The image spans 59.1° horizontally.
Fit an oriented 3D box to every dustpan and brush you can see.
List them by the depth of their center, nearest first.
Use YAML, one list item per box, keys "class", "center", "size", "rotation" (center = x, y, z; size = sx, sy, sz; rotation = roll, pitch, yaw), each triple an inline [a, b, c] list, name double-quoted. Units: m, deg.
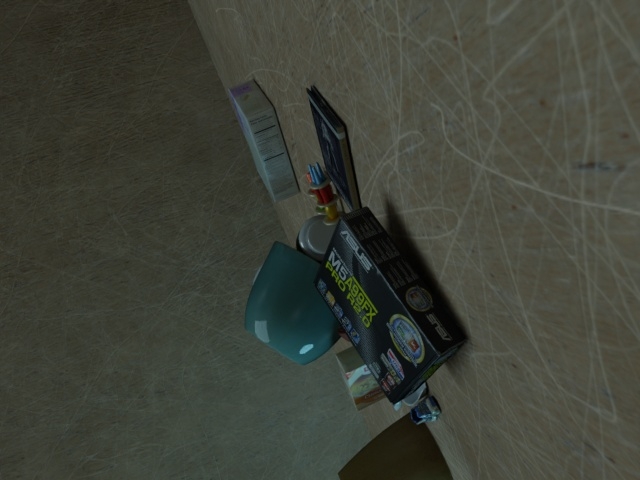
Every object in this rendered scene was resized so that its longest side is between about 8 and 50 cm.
- class: "dustpan and brush"
  center: [0.192, 0.341, 1.321]
  size: [0.211, 0.060, 0.147]
  rotation: [76, 169, -48]

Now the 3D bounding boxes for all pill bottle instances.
- class: "pill bottle"
  center: [0.000, 0.000, 1.439]
  size: [0.215, 0.117, 0.117]
  rotation: [133, 114, -82]

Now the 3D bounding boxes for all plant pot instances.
- class: "plant pot"
  center: [0.182, 0.605, 1.466]
  size: [0.237, 0.254, 0.237]
  rotation: [158, 90, -82]
- class: "plant pot"
  center: [-0.060, 0.177, 1.467]
  size: [0.293, 0.235, 0.293]
  rotation: [32, 172, 5]

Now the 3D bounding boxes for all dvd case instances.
- class: "dvd case"
  center: [0.028, -0.172, 1.108]
  size: [0.221, 0.018, 0.164]
  rotation: [73, 172, -45]

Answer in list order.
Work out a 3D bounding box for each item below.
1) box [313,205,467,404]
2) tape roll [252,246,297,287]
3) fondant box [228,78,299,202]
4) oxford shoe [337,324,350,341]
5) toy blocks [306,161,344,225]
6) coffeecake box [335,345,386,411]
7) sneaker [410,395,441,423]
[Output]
- class: "box"
  center: [0.099, 0.112, 0.942]
  size: [0.270, 0.060, 0.216]
  rotation: [56, 151, 23]
- class: "tape roll"
  center: [-0.074, 0.167, 1.827]
  size: [0.100, 0.286, 0.286]
  rotation: [-127, 16, -57]
- class: "fondant box"
  center: [-0.184, -0.324, 1.846]
  size: [0.238, 0.096, 0.330]
  rotation: [-121, 12, -48]
- class: "oxford shoe"
  center: [0.146, 0.213, 1.188]
  size: [0.130, 0.123, 0.348]
  rotation: [45, 174, -9]
- class: "toy blocks"
  center: [-0.002, -0.122, 1.301]
  size: [0.148, 0.054, 0.123]
  rotation: [68, 173, -30]
- class: "coffeecake box"
  center: [0.129, 0.334, 1.438]
  size: [0.068, 0.142, 0.185]
  rotation: [-122, 11, -46]
- class: "sneaker"
  center: [0.222, 0.376, 1.241]
  size: [0.135, 0.058, 0.052]
  rotation: [80, 165, -62]
